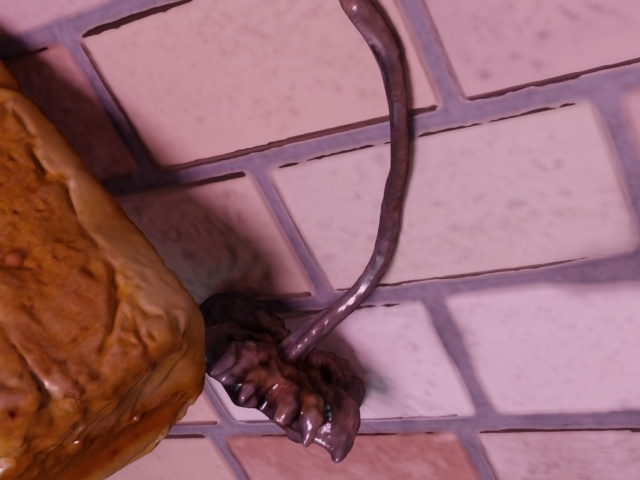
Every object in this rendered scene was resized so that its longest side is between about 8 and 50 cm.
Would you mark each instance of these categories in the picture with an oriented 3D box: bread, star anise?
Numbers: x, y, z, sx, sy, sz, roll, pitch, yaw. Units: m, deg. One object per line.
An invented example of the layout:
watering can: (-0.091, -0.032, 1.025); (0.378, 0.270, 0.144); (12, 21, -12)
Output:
bread: (-0.193, -0.002, 0.544); (0.294, 0.167, 0.132); (48, 129, 17)
star anise: (0.000, 0.000, 0.585); (0.148, 0.218, 0.227); (42, 99, 35)
